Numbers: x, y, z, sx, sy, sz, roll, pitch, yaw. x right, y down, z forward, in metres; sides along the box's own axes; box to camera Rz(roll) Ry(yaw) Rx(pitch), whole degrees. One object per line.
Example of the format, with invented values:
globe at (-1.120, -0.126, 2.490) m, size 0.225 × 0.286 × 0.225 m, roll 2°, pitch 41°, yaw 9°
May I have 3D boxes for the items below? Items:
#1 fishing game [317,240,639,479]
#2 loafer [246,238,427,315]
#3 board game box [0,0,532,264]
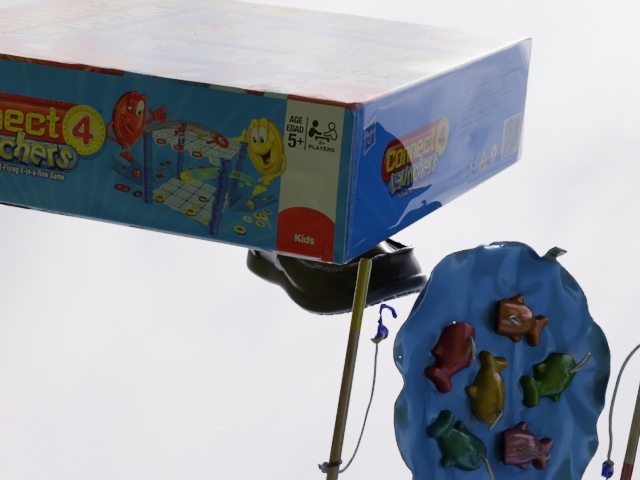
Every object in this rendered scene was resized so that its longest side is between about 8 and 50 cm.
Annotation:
fishing game at (0.122, 0.091, 1.126) m, size 0.041 × 0.264 × 0.189 m, roll 1°, pitch -105°, yaw 54°
loafer at (0.000, 0.000, 1.312) m, size 0.220 × 0.080 × 0.078 m, roll 17°, pitch -62°, yaw 59°
board game box at (-0.062, -0.083, 1.084) m, size 0.302 × 0.308 × 0.086 m, roll 10°, pitch -74°, yaw 21°
